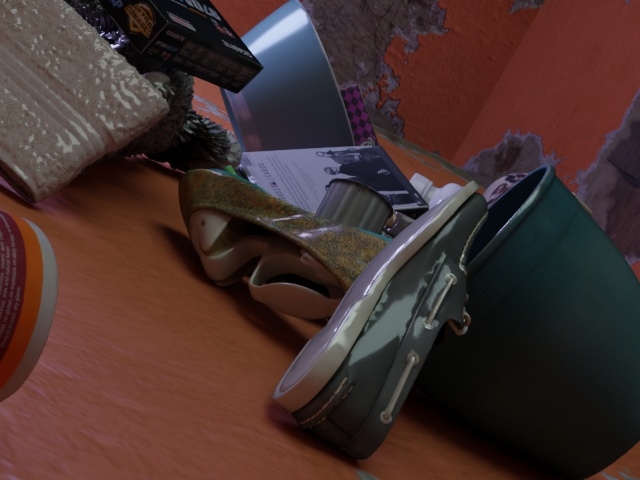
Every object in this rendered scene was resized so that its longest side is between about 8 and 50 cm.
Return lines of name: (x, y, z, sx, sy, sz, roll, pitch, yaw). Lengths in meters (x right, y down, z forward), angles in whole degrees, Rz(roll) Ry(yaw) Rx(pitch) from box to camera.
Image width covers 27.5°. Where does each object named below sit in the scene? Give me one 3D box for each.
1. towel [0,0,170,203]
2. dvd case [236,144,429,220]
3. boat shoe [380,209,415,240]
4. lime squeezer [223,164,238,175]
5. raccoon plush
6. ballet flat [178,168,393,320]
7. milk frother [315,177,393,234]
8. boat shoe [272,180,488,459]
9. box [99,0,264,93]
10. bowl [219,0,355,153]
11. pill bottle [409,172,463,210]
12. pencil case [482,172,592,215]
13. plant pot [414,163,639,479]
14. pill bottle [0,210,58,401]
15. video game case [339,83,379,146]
towel: (-0.312, -0.178, 1.356, 0.282, 0.187, 0.049, 42, -28, 18)
dvd case: (0.011, -0.077, 1.858, 0.239, 0.029, 0.179, -5, 36, -21)
boat shoe: (0.133, 0.062, 1.712, 0.324, 0.123, 0.116, 29, -24, 13)
lime squeezer: (0.000, 0.000, 1.630, 0.310, 0.110, 0.059, 24, -25, 7)
raccoon plush: (-0.189, -0.152, 1.603, 0.446, 0.216, 0.299, 21, 21, -41)
ballet flat: (-0.055, 0.013, 1.362, 0.348, 0.123, 0.123, 22, 3, 37)
milk frother: (-0.014, -0.004, 1.497, 0.143, 0.134, 0.129, 31, -22, -9)
boat shoe: (0.077, 0.066, 1.170, 0.099, 0.116, 0.319, 45, 50, -4)
box: (-0.179, -0.265, 1.501, 0.175, 0.051, 0.220, 52, 16, 21)
bowl: (-0.065, -0.217, 2.114, 0.311, 0.163, 0.311, 159, -90, -85)
pill bottle: (0.246, -0.014, 2.258, 0.246, 0.136, 0.136, 30, 10, 4)
pencil case: (0.310, -0.005, 1.929, 0.160, 0.183, 0.410, 53, 10, -4)
plant pot: (0.231, 0.105, 1.371, 0.255, 0.271, 0.271, 45, 10, -1)
pill bottle: (-0.269, 0.018, 0.731, 0.221, 0.121, 0.121, 20, 14, -41)
video game case: (0.070, -0.135, 2.145, 0.210, 0.042, 0.232, -163, -126, -85)
